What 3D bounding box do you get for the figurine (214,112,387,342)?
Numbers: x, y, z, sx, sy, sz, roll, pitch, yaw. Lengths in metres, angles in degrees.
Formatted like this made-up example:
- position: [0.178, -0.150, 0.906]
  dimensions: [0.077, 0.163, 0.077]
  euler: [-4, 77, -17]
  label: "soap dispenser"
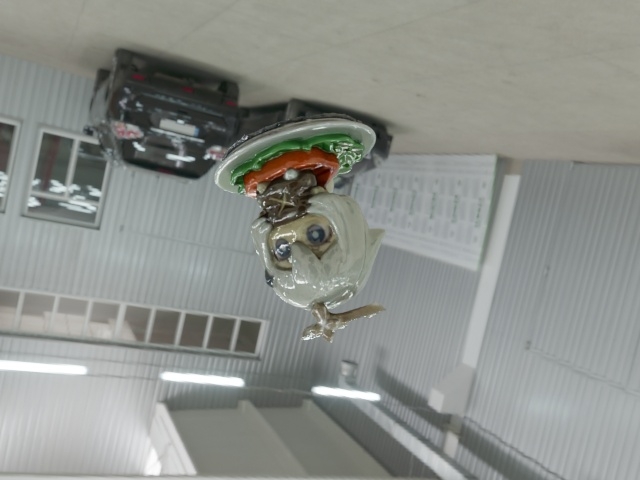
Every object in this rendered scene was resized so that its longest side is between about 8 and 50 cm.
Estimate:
- position: [0.000, 0.000, 0.463]
  dimensions: [0.133, 0.153, 0.132]
  euler: [-15, 168, -3]
  label: "figurine"
